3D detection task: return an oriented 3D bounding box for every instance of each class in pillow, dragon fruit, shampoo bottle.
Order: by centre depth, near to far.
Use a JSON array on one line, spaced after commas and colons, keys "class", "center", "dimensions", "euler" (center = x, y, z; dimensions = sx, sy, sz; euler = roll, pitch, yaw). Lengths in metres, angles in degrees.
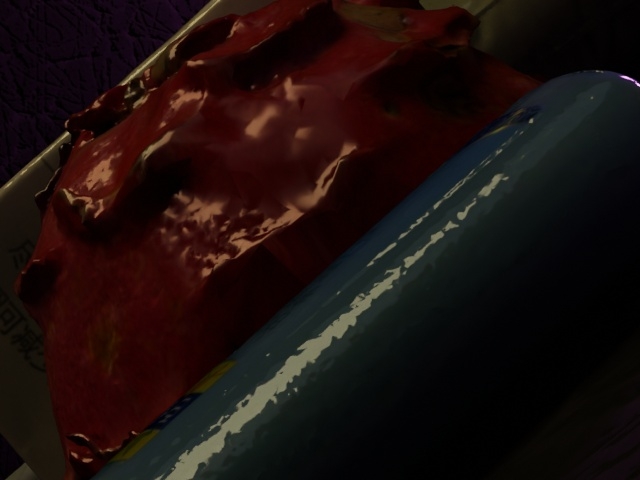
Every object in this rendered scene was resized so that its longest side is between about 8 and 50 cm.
[{"class": "shampoo bottle", "center": [-0.010, 0.057, 0.461], "dimensions": [0.258, 0.061, 0.104], "euler": [-42, 1, -19]}, {"class": "dragon fruit", "center": [0.000, 0.000, 0.646], "dimensions": [0.261, 0.163, 0.189], "euler": [-41, 29, -10]}, {"class": "pillow", "center": [0.095, -0.103, 1.001], "dimensions": [0.255, 0.120, 0.322], "euler": [-33, 0, -24]}]

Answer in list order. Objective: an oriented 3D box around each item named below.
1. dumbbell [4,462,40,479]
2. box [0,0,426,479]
[{"class": "dumbbell", "center": [-0.157, 0.138, 0.929], "dimensions": [0.100, 0.100, 0.191], "euler": [-39, 4, 47]}, {"class": "box", "center": [-0.038, -0.001, 0.770], "dimensions": [0.256, 0.164, 0.069], "euler": [-40, 1, 9]}]
